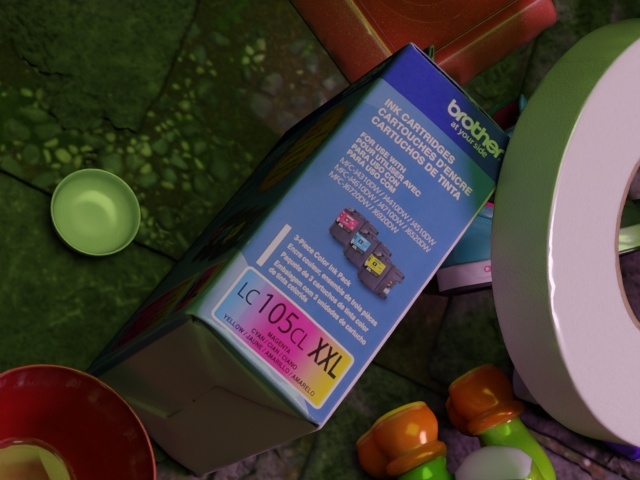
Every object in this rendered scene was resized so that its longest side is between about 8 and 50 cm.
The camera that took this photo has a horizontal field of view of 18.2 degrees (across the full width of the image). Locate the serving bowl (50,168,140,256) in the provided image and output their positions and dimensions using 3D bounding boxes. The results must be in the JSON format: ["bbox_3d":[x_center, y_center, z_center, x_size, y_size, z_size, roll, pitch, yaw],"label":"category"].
[{"bbox_3d":[-0.207,-0.022,1.805,0.083,0.027,0.083,8,68,-21],"label":"serving bowl"}]

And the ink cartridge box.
[{"bbox_3d":[0.000,0.000,1.747,0.151,0.270,0.395,45,61,-9],"label":"ink cartridge box"}]

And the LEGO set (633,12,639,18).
[{"bbox_3d":[0.435,-0.198,1.983,0.331,0.255,0.192,-41,90,7],"label":"LEGO set"}]

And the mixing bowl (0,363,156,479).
[{"bbox_3d":[-0.238,0.202,1.671,0.181,0.098,0.181,7,70,-20],"label":"mixing bowl"}]

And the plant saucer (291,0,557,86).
[{"bbox_3d":[0.091,-0.279,2.015,0.258,0.048,0.259,-34,86,-29],"label":"plant saucer"}]

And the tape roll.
[{"bbox_3d":[0.306,-0.007,1.784,0.392,0.072,0.392,-6,98,-42],"label":"tape roll"}]

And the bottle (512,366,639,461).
[{"bbox_3d":[0.324,0.158,1.928,0.282,0.092,0.118,16,68,-17],"label":"bottle"}]

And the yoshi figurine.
[{"bbox_3d":[0.182,0.308,1.799,0.203,0.203,0.362,5,49,-59],"label":"yoshi figurine"}]

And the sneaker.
[{"bbox_3d":[0.229,-0.058,1.956,0.295,0.124,0.178,-12,86,-25],"label":"sneaker"}]
